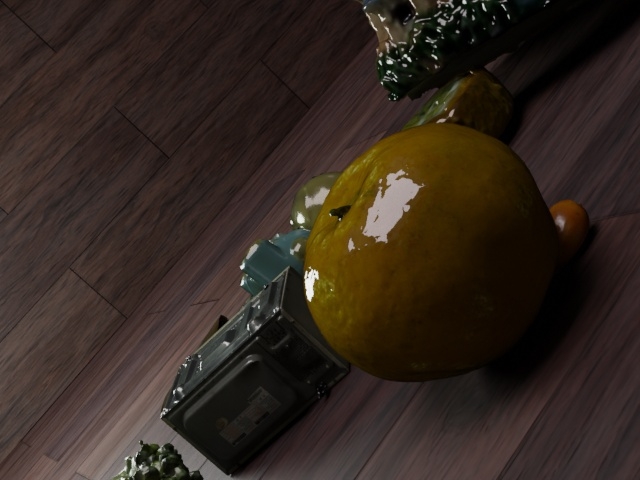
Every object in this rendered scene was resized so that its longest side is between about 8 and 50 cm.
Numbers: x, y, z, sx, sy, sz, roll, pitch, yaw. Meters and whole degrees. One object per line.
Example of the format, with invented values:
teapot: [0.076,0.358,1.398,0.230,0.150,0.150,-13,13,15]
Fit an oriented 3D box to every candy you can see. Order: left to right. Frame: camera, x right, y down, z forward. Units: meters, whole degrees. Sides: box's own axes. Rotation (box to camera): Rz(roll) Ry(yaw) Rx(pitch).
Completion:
candy: [0.198,-0.168,1.623,0.260,0.118,0.260,-44,11,10]

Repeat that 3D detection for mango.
mango: [0.259,-0.003,1.081,0.089,0.046,0.060,-65,16,-19]

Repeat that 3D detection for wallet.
wallet: [-0.231,0.237,1.860,0.198,0.031,0.110,-56,9,12]

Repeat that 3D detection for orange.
orange: [0.115,0.015,1.036,0.279,0.235,0.279,-51,19,26]

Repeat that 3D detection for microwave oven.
microwave oven: [-0.090,0.182,1.416,0.240,0.145,0.194,-42,10,16]

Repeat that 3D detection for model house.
model house: [0.256,-0.519,1.679,0.445,0.400,0.395,-30,-3,39]

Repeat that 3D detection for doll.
doll: [0.000,0.000,1.638,0.260,0.161,0.177,-52,-8,-16]

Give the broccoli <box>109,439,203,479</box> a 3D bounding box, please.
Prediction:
broccoli: [-0.253,0.393,1.141,0.334,0.272,0.324,-81,-3,-58]

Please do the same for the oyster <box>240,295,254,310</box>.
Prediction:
oyster: [-0.126,0.158,1.805,0.177,0.064,0.125,-61,2,-17]
